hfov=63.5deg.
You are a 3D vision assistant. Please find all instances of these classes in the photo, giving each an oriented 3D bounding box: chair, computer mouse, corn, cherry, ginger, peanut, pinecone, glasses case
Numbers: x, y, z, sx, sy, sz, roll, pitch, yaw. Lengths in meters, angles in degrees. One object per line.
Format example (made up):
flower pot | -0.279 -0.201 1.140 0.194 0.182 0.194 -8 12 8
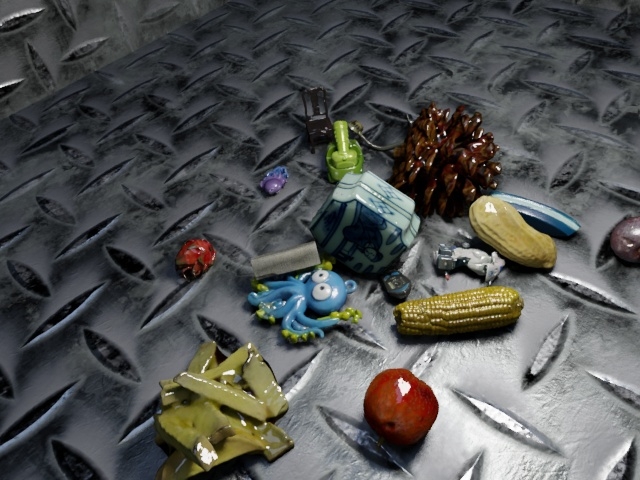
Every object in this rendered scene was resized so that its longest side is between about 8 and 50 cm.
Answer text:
chair | -0.008 -0.481 2.076 0.106 0.229 0.113 -13 43 -4
computer mouse | 0.231 0.138 1.576 0.079 0.047 0.135 -24 37 -7
corn | 0.386 0.199 1.448 0.363 0.120 0.120 -7 46 3
cherry | 0.968 -0.006 1.545 0.176 0.140 0.176 -9 31 6
ginger | -0.249 0.399 1.284 0.358 0.211 0.413 -3 46 2
peanut | 0.586 -0.019 1.571 0.305 0.147 0.147 40 59 5
pinecone | 0.412 -0.249 1.702 0.398 0.397 0.397 -4 46 4
glasses case | -0.106 0.062 1.583 0.205 0.071 0.047 -15 13 -1

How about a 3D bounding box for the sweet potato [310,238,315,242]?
sweet potato | 0.000 0.000 1.750 0.095 0.034 0.034 -27 48 -3

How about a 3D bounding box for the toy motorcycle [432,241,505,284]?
toy motorcycle | 0.458 0.067 1.583 0.221 0.102 0.150 4 27 8

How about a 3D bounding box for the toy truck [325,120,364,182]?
toy truck | 0.088 -0.319 1.938 0.148 0.210 0.187 -5 64 3

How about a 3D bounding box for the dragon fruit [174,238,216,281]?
dragon fruit | -0.413 0.058 1.702 0.142 0.130 0.121 -40 87 -29

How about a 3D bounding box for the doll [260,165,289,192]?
doll | -0.171 -0.234 1.979 0.110 0.067 0.206 -11 33 16

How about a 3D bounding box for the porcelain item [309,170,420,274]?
porcelain item | 0.129 -0.046 1.569 0.286 0.281 0.157 34 49 -6

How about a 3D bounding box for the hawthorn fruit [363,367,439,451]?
hawthorn fruit | 0.183 0.413 1.244 0.179 0.179 0.200 24 75 28

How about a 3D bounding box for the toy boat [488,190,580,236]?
toy boat | 0.688 -0.080 1.690 0.299 0.096 0.061 21 61 22

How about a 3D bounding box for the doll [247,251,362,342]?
doll | -0.057 0.151 1.564 0.341 0.099 0.346 -8 41 3

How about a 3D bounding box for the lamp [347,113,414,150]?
lamp | 0.260 -0.447 2.108 0.283 0.124 0.203 -3 26 9
